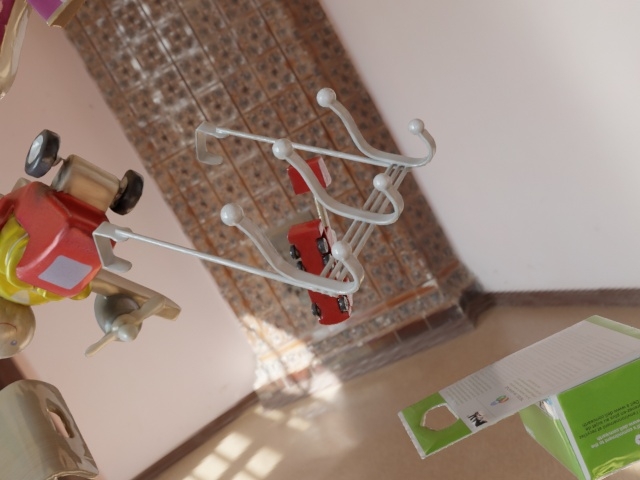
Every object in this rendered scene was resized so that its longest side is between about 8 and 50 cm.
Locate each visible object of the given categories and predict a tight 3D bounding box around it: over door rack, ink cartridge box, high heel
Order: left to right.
[{"bbox_3d":[-0.358,-0.211,0.803,0.244,0.117,0.082,-43,6,12],"label":"high heel"},{"bbox_3d":[-0.067,-0.063,0.852,0.324,0.108,0.240,5,40,28],"label":"over door rack"},{"bbox_3d":[0.222,0.181,0.811,0.255,0.097,0.189,-25,2,-1],"label":"ink cartridge box"}]

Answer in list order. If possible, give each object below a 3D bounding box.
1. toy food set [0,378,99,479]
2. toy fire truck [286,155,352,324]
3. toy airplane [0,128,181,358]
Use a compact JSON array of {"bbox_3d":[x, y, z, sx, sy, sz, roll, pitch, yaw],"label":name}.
[{"bbox_3d":[-0.424,0.335,0.980,0.306,0.092,0.219,-44,36,-9],"label":"toy food set"},{"bbox_3d":[0.000,0.000,1.045,0.047,0.192,0.135,-13,24,16],"label":"toy fire truck"},{"bbox_3d":[-0.411,0.023,1.071,0.384,0.385,0.273,73,-149,-73],"label":"toy airplane"}]
